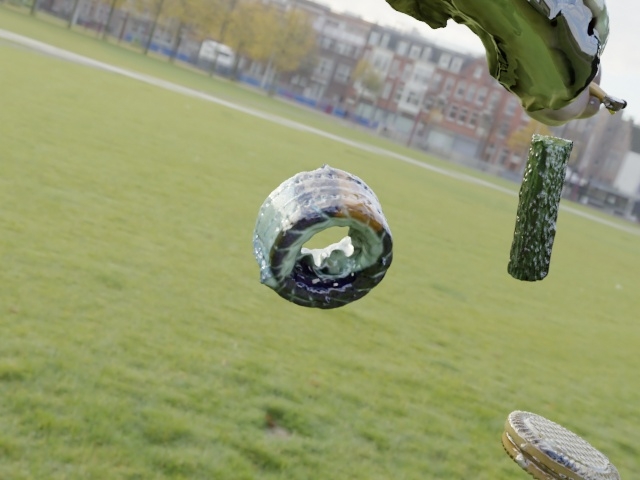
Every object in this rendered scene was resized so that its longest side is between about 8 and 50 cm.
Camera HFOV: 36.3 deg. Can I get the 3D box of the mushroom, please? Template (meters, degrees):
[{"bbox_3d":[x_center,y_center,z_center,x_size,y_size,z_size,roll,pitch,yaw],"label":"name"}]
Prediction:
[{"bbox_3d":[0.147,-0.267,0.952,0.344,0.130,0.247,34,-6,-15],"label":"mushroom"}]

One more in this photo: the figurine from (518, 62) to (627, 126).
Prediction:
[{"bbox_3d":[0.299,-0.218,1.268,0.137,0.112,0.229,41,19,-34],"label":"figurine"}]

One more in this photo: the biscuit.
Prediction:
[{"bbox_3d":[0.459,0.416,1.864,0.259,0.079,0.259,27,12,-6],"label":"biscuit"}]

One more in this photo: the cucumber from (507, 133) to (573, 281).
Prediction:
[{"bbox_3d":[0.278,-0.041,1.250,0.058,0.187,0.058,9,8,-1],"label":"cucumber"}]

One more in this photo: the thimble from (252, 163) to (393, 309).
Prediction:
[{"bbox_3d":[0.000,0.000,1.660,0.237,0.237,0.150,15,31,-25],"label":"thimble"}]
